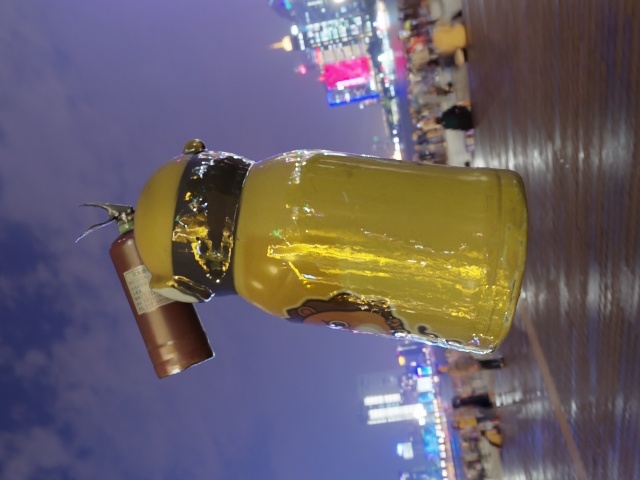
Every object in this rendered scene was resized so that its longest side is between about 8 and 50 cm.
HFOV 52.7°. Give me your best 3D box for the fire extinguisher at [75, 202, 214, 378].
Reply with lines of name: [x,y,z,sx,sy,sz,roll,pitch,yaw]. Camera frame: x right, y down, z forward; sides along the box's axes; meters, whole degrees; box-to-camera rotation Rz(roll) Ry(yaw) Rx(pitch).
fire extinguisher: [-0.213,0.052,0.767,0.231,0.099,0.071,65,162,4]

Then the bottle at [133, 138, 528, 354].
bottle: [0.000,0.000,0.612,0.171,0.352,0.171,7,-90,-83]
